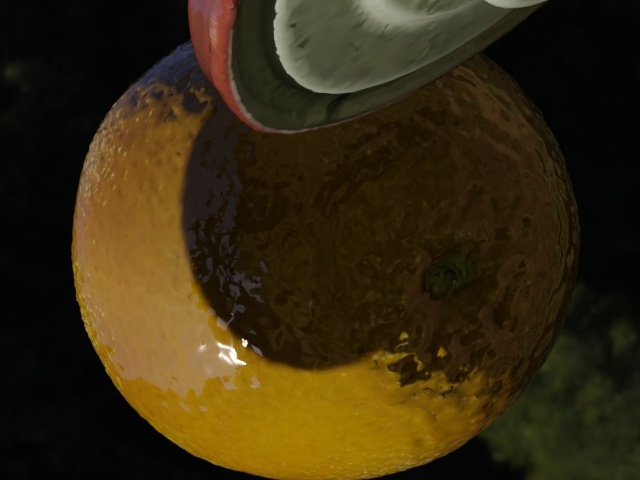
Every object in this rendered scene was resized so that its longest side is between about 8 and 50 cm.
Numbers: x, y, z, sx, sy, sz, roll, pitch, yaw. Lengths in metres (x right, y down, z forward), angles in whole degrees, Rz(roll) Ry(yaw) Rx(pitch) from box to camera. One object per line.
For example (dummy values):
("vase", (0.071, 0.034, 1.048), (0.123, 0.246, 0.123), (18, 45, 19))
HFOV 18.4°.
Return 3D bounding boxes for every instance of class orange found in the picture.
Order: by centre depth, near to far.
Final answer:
("orange", (0.000, 0.000, 0.875), (0.236, 0.236, 0.236), (13, -90, -80))

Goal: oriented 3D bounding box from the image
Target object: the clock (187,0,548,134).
("clock", (0.089, -0.147, 0.549), (0.318, 0.080, 0.318), (-41, -15, -14))
